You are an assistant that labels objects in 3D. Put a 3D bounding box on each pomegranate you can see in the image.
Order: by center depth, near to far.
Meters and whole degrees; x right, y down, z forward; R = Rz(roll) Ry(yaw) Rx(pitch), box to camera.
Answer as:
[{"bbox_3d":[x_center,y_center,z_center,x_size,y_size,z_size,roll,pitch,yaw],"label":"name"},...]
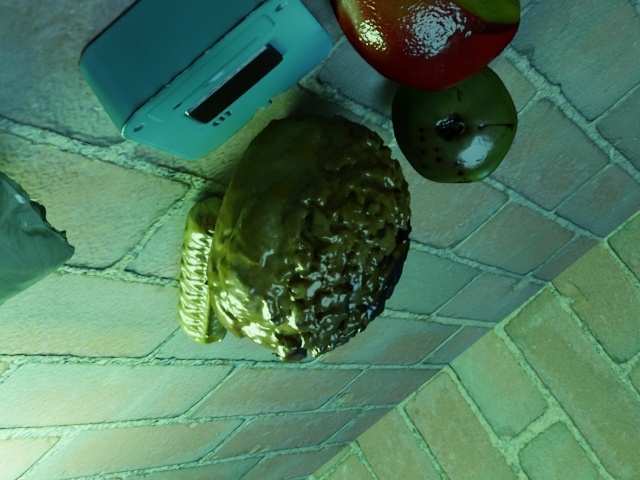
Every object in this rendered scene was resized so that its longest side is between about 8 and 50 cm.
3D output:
[{"bbox_3d":[0.188,-0.184,1.262,0.179,0.210,0.179,-3,127,-4],"label":"pomegranate"}]

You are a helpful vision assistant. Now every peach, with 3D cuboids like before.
[{"bbox_3d":[0.117,-0.258,1.023,0.267,0.154,0.159,-5,144,-48],"label":"peach"}]

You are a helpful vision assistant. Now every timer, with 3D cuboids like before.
[{"bbox_3d":[-0.114,-0.199,0.976,0.232,0.091,0.250,-39,167,8],"label":"timer"}]

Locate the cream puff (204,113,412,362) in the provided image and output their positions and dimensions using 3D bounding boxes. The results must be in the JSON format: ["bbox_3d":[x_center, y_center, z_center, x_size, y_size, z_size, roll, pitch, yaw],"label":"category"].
[{"bbox_3d":[0.000,0.000,1.155,0.343,0.231,0.327,36,74,-79],"label":"cream puff"}]

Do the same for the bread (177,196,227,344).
[{"bbox_3d":[-0.170,0.056,1.337,0.367,0.084,0.077,107,4,-56],"label":"bread"}]

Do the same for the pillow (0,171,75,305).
[{"bbox_3d":[-0.437,0.011,0.859,0.310,0.138,0.283,-32,147,-8],"label":"pillow"}]
